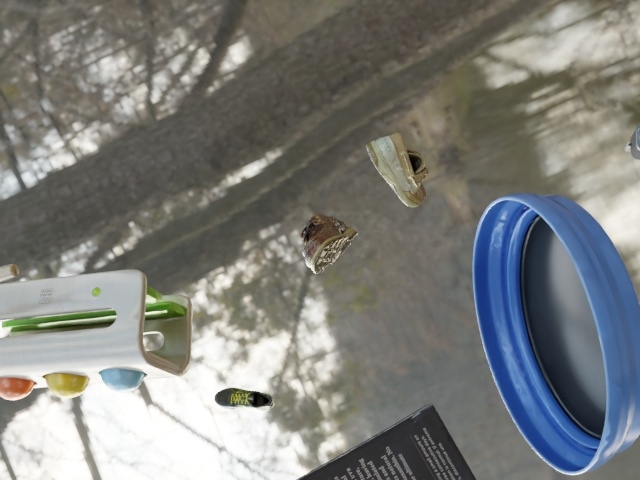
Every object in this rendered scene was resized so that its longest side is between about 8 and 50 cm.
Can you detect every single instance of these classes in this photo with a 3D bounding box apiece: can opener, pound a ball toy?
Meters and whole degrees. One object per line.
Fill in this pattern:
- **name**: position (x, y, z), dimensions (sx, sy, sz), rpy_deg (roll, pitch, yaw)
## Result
- **can opener**: position (0.503, -0.162, 1.705), dimensions (0.280, 0.074, 0.093), rpy_deg (-18, -76, -76)
- **pound a ball toy**: position (-0.343, 0.117, 1.350), dimensions (0.208, 0.319, 0.135), rpy_deg (40, -133, -61)

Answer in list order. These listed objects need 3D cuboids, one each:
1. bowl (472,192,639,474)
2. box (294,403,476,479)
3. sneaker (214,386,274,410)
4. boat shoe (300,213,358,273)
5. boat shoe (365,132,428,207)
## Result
- **bowl**: position (0.326, 0.122, 1.548), dimensions (0.391, 0.077, 0.391), rpy_deg (168, 90, -76)
- **box**: position (0.022, 0.366, 1.339), dimensions (0.182, 0.294, 0.296), rpy_deg (60, 163, 15)
- **sneaker**: position (-0.103, 0.214, 1.532), dimensions (0.035, 0.083, 0.031), rpy_deg (111, 161, -73)
- **boat shoe**: position (0.000, 0.000, 1.480), dimensions (0.060, 0.064, 0.178), rpy_deg (38, -168, 5)
- **boat shoe**: position (0.096, -0.078, 1.247), dimensions (0.135, 0.045, 0.050), rpy_deg (39, -155, -60)
